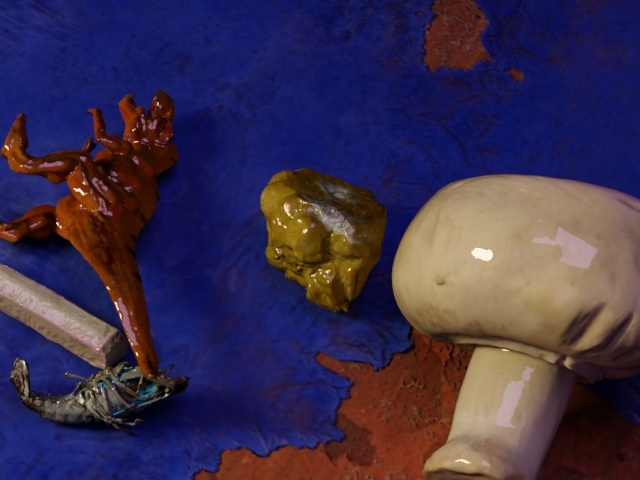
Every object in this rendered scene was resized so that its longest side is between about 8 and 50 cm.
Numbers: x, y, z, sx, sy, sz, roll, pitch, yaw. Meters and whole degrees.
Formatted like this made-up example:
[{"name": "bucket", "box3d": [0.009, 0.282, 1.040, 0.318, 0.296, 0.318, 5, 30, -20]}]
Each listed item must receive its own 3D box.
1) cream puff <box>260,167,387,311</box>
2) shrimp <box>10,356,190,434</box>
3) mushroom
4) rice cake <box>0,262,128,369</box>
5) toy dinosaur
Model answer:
[{"name": "cream puff", "box3d": [0.000, 0.000, 2.014, 0.146, 0.116, 0.146, 14, 21, -5]}, {"name": "shrimp", "box3d": [-0.209, 0.146, 1.853, 0.174, 0.076, 0.082, 1, 9, -11]}, {"name": "mushroom", "box3d": [0.203, 0.054, 1.901, 0.315, 0.315, 0.356, 41, 47, 19]}, {"name": "rice cake", "box3d": [-0.283, 0.064, 1.908, 0.206, 0.036, 0.047, 27, 55, 7]}, {"name": "toy dinosaur", "box3d": [-0.244, -0.023, 1.951, 0.208, 0.097, 0.432, 16, 42, -10]}]
